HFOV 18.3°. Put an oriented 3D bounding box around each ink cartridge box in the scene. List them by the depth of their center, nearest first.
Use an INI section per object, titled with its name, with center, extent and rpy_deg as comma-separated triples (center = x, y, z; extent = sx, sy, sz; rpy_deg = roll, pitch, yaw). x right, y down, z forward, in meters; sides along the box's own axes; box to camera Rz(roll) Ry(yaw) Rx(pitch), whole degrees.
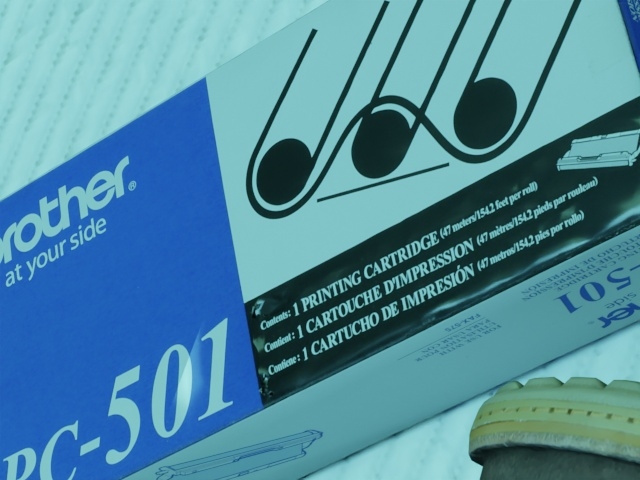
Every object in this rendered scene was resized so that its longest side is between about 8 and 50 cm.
[ink cartridge box]
center = 0.000, 0.000, 0.497
extent = 0.207, 0.046, 0.097
rpy_deg = -28, 58, 29

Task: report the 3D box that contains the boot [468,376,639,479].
[boot]
center = 0.094, 0.147, 0.339
extent = 0.248, 0.090, 0.207
rpy_deg = 21, 86, 38
